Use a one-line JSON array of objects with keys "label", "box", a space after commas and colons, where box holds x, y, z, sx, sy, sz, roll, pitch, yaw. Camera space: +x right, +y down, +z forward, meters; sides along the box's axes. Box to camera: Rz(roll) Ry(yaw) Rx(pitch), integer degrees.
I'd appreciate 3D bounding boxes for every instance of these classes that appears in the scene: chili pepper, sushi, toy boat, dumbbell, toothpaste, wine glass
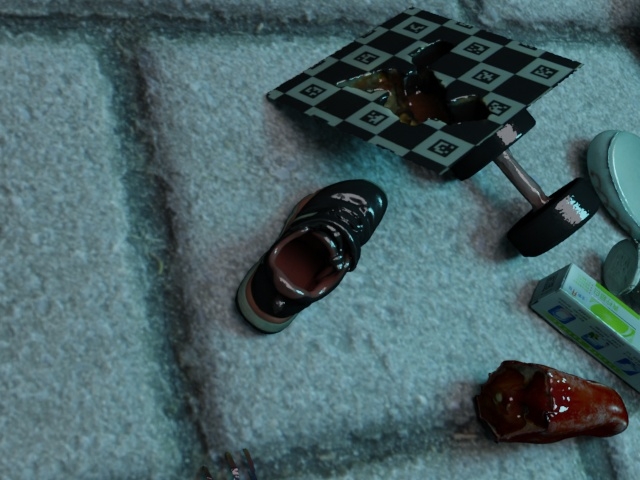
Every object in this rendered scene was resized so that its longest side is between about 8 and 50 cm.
[{"label": "chili pepper", "box": [0.368, 0.241, 1.233, 0.252, 0.144, 0.136, 11, 29, -26]}, {"label": "sushi", "box": [0.161, -0.224, 1.307, 0.343, 0.064, 0.359, 30, 53, 34]}, {"label": "toy boat", "box": [0.539, -0.099, 1.488, 0.134, 0.079, 0.208, -39, 99, -23]}, {"label": "dumbbell", "box": [0.316, -0.096, 1.333, 0.152, 0.152, 0.218, -38, 88, -30]}, {"label": "toothpaste", "box": [0.491, 0.170, 1.346, 0.336, 0.081, 0.067, 37, 57, -7]}, {"label": "wine glass", "box": [0.580, 0.064, 1.407, 0.204, 0.111, 0.111, 13, 66, -17]}]

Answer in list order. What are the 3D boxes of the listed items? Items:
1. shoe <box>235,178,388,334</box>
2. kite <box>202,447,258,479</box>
[{"label": "shoe", "box": [0.000, 0.000, 1.167, 0.114, 0.137, 0.291, 43, 59, -4]}, {"label": "kite", "box": [-0.090, 0.378, 1.051, 0.127, 0.016, 0.230, -14, 77, -31]}]
